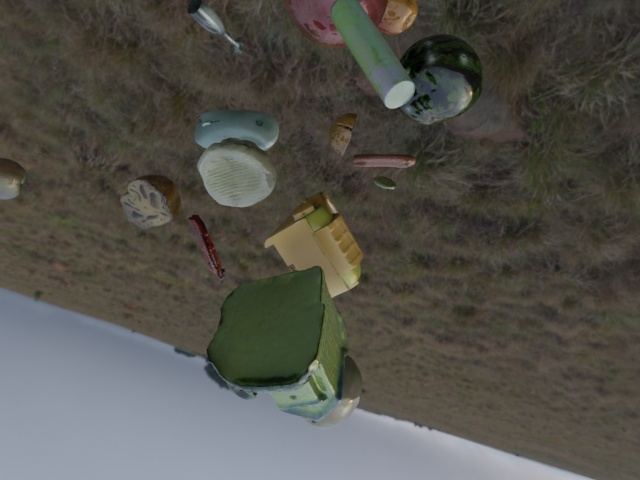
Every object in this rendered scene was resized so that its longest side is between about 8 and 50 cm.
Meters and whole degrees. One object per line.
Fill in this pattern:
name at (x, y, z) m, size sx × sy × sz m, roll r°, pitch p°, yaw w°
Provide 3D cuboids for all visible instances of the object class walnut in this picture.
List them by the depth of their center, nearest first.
walnut at (0.078, -0.416, 1.726) m, size 0.087 × 0.167 × 0.211 m, roll 16°, pitch 171°, yaw -2°

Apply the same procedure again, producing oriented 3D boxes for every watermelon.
watermelon at (0.343, -0.470, 1.294) m, size 0.269 × 0.269 × 0.269 m, roll 16°, pitch 162°, yaw 5°

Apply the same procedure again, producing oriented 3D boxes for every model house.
model house at (-0.049, 0.189, 0.719) m, size 0.195 × 0.214 × 0.189 m, roll -18°, pitch 130°, yaw 16°

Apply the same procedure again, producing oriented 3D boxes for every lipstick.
lipstick at (0.106, -0.412, 0.944) m, size 0.076 × 0.304 × 0.076 m, roll -19°, pitch 152°, yaw -10°

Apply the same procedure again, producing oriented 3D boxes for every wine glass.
wine glass at (-0.306, -0.634, 1.305) m, size 0.066 × 0.066 × 0.198 m, roll 7°, pitch 172°, yaw 29°

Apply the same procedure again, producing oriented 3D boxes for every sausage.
sausage at (0.187, -0.234, 1.293) m, size 0.186 × 0.043 × 0.043 m, roll 1°, pitch 160°, yaw 4°

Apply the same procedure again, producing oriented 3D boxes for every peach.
peach at (-0.613, -0.120, 0.844) m, size 0.083 × 0.083 × 0.083 m, roll 16°, pitch 162°, yaw 5°

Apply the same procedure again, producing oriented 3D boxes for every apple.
apple at (0.033, -0.711, 1.237) m, size 0.344 × 0.345 × 0.269 m, roll 22°, pitch 174°, yaw -14°
apple at (0.285, -0.891, 1.706) m, size 0.199 × 0.199 × 0.199 m, roll 16°, pitch 162°, yaw 5°

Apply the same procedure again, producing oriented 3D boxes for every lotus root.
lotus root at (-0.616, -0.167, 1.643) m, size 0.188 × 0.180 × 0.199 m, roll -3°, pitch 123°, yaw 16°

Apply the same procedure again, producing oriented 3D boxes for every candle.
candle at (-0.450, 0.035, 1.765) m, size 0.059 × 0.302 × 0.084 m, roll -23°, pitch -179°, yaw 7°

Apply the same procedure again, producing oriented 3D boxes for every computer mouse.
computer mouse at (-0.288, -0.386, 1.512) m, size 0.288 × 0.159 × 0.097 m, roll 6°, pitch 159°, yaw -3°

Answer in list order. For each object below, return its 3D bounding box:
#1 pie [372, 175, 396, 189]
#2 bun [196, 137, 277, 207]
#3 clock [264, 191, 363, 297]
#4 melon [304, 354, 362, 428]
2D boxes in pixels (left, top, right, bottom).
pie at (0.223, -0.199, 1.513) m, size 0.085 × 0.085 × 0.017 m, roll 17°, pitch 123°, yaw 3°
bun at (-0.236, -0.207, 1.273) m, size 0.231 × 0.133 × 0.231 m, roll 5°, pitch 133°, yaw 5°
clock at (0.000, 0.000, 1.201) m, size 0.200 × 0.317 × 0.244 m, roll -26°, pitch 105°, yaw 11°
melon at (0.038, 0.606, 1.817) m, size 0.268 × 0.330 × 0.268 m, roll 14°, pitch 131°, yaw 17°
